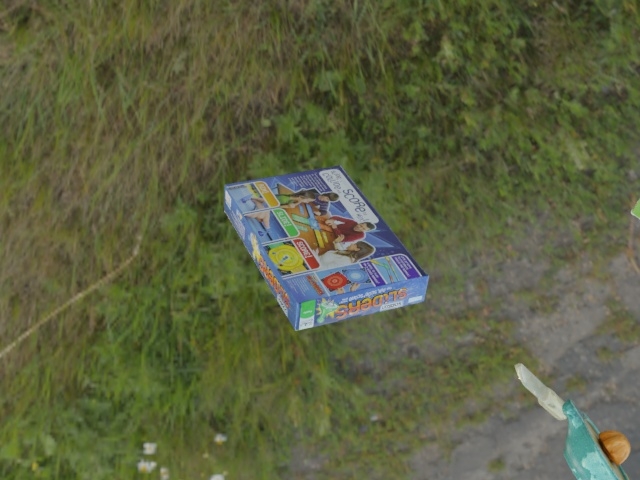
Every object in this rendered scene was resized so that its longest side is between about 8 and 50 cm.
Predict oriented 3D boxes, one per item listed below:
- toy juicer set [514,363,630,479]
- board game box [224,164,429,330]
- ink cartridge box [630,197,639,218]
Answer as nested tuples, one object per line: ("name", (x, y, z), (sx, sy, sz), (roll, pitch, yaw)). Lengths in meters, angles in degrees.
("toy juicer set", (0.420, 0.316, 1.430), (0.089, 0.329, 0.209), (-35, 159, 14))
("board game box", (0.000, 0.000, 0.956), (0.136, 0.201, 0.035), (-11, 130, -21))
("ink cartridge box", (0.395, -0.080, 0.749), (0.188, 0.097, 0.255), (35, 77, -1))
